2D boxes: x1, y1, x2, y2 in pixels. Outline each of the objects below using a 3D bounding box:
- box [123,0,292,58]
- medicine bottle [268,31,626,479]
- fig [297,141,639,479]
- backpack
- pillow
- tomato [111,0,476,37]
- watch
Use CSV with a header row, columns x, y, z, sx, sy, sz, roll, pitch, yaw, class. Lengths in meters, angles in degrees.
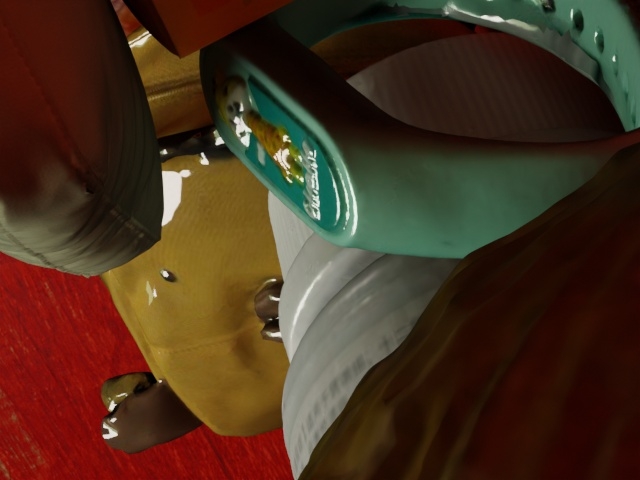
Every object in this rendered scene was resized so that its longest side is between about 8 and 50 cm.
x,y,z,sx,sy,sz,roll,pitch,yaw,class
-0.064,-0.280,0.698,0.283,0.214,0.259,62,-179,-41,box
0.102,0.073,0.810,0.245,0.245,0.306,63,-171,-51,medicine bottle
0.127,0.046,0.481,0.286,0.286,0.368,-122,40,-78,fig
-0.002,-0.005,1.083,0.378,0.354,0.201,53,-151,-51,backpack
-0.174,-0.135,0.707,0.322,0.120,0.255,60,176,5,pillow
-0.027,-0.214,1.099,0.309,0.309,0.170,63,-157,-53,tomato
0.060,-0.066,0.720,0.237,0.195,0.068,44,145,49,watch
